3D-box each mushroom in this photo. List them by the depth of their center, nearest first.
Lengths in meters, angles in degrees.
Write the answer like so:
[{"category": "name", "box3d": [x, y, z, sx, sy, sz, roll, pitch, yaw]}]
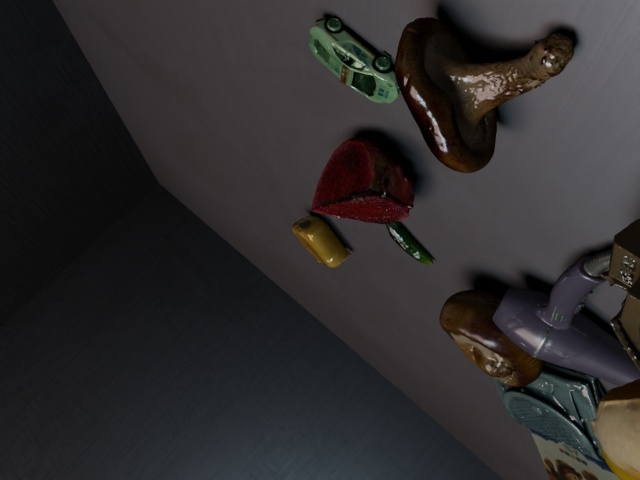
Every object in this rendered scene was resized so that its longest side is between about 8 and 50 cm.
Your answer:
[{"category": "mushroom", "box3d": [0.221, -0.189, 0.764, 0.217, 0.148, 0.227, -1, 140, 46]}, {"category": "mushroom", "box3d": [0.372, 0.207, 1.308, 0.253, 0.153, 0.253, 42, 170, 10]}]

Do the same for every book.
[{"category": "book", "box3d": [0.673, 0.569, 1.549, 0.300, 0.039, 0.428, 12, 132, 63]}]

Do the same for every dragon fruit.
[{"category": "dragon fruit", "box3d": [0.095, -0.114, 1.207, 0.261, 0.163, 0.189, -4, 102, 65]}]

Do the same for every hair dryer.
[{"category": "hair dryer", "box3d": [0.460, 0.123, 1.010, 0.301, 0.121, 0.361, 28, 154, 21]}]

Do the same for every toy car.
[{"category": "toy car", "box3d": [0.052, -0.291, 0.996, 0.186, 0.058, 0.093, 41, 162, 10]}]

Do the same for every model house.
[{"category": "model house", "box3d": [0.448, 0.095, 0.779, 0.176, 0.181, 0.248, 35, 157, 36]}]

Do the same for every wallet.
[{"category": "wallet", "box3d": [0.536, 0.389, 1.451, 0.342, 0.075, 0.237, 9, 128, 62]}]

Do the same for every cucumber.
[{"category": "cucumber", "box3d": [0.200, 0.001, 1.423, 0.168, 0.039, 0.039, 44, 164, -9]}]

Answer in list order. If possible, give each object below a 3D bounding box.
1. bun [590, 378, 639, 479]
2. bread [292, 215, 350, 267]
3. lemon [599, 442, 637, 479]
[{"category": "bun", "box3d": [0.512, 0.243, 0.770, 0.299, 0.298, 0.165, 103, 151, -72]}, {"category": "bread", "box3d": [0.001, -0.001, 1.814, 0.173, 0.085, 0.134, 50, 166, -28]}, {"category": "lemon", "box3d": [0.611, 0.367, 1.092, 0.187, 0.187, 0.244, 44, 167, -3]}]
